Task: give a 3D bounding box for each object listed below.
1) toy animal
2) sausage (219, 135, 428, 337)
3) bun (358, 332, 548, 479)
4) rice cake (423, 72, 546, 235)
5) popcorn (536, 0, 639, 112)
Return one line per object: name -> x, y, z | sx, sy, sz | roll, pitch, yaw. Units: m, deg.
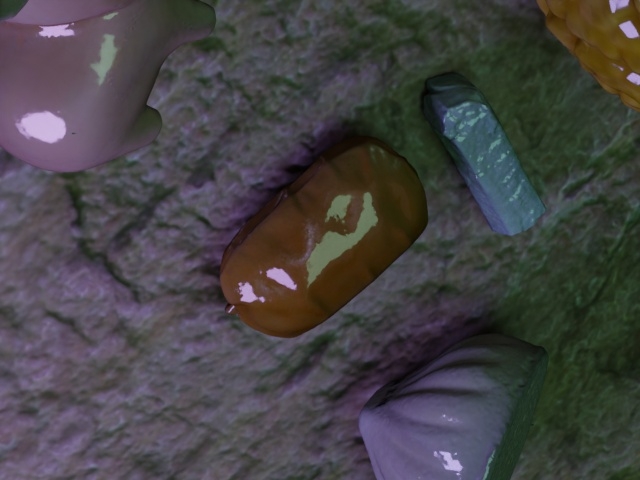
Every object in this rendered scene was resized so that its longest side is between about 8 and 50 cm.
toy animal -> -0.226, -0.216, 1.471 | 0.269, 0.237, 0.326 | 4, 118, -38
sausage -> 0.000, 0.000, 1.735 | 0.241, 0.120, 0.136 | -45, 111, 5
bun -> 0.131, 0.209, 1.878 | 0.175, 0.263, 0.263 | 20, 113, 13
rice cake -> 0.173, -0.086, 1.797 | 0.063, 0.069, 0.206 | -36, 124, -2
popcorn -> 0.360, -0.280, 1.597 | 0.344, 0.354, 0.390 | -9, 94, 23
